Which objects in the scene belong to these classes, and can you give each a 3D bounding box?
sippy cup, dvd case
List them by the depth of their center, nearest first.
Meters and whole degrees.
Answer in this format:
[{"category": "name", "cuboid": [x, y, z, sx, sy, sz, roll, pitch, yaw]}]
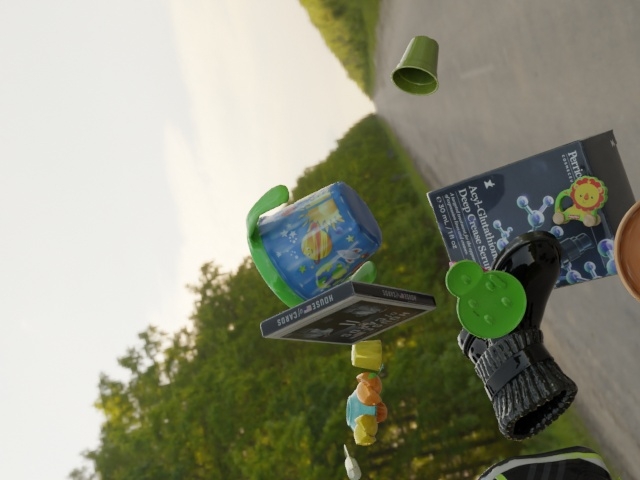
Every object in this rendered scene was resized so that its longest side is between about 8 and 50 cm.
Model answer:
[{"category": "dvd case", "cuboid": [0.049, 0.118, 1.284, 0.238, 0.179, 0.030, 14, -125, -51]}, {"category": "sippy cup", "cuboid": [0.000, 0.000, 1.727, 0.240, 0.224, 0.305, 59, -162, 12]}]

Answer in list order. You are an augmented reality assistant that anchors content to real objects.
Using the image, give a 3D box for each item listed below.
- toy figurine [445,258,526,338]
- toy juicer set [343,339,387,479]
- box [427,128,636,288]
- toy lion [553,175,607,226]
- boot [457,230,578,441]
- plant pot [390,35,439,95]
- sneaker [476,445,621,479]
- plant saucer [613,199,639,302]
[{"category": "toy figurine", "cuboid": [0.285, 0.084, 1.549, 0.173, 0.130, 0.159, 41, -174, -15]}, {"category": "toy juicer set", "cuboid": [0.107, 0.401, 1.805, 0.209, 0.089, 0.329, -97, 12, -66]}, {"category": "box", "cuboid": [0.493, -0.042, 1.864, 0.212, 0.395, 0.294, -19, -90, -51]}, {"category": "toy lion", "cuboid": [0.502, -0.077, 1.580, 0.034, 0.100, 0.096, -6, -81, -49]}, {"category": "boot", "cuboid": [0.406, 0.184, 1.569, 0.260, 0.131, 0.348, -111, 33, -52]}, {"category": "plant pot", "cuboid": [0.169, -0.303, 1.399, 0.083, 0.083, 0.079, 61, -139, -61]}, {"category": "sneaker", "cuboid": [0.341, 0.378, 1.236, 0.097, 0.234, 0.084, -118, 17, -54]}, {"category": "plant saucer", "cuboid": [0.549, 0.018, 1.253, 0.037, 0.200, 0.200, 19, -125, -81]}]
